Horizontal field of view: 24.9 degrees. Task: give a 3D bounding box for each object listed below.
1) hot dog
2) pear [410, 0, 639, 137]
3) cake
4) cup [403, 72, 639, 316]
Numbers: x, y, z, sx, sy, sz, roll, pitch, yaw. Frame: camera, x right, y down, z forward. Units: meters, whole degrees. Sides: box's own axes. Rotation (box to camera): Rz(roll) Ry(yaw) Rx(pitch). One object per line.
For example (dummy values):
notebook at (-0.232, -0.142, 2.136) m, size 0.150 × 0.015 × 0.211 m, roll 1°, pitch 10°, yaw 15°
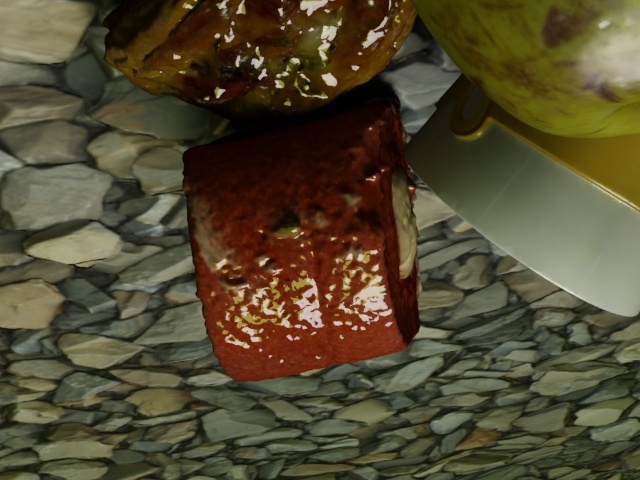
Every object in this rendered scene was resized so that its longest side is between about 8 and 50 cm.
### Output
hot dog at (-0.033, -0.146, 0.880) m, size 0.160 × 0.099 × 0.227 m, roll 9°, pitch 145°, yaw -34°
pear at (0.147, -0.184, 0.668) m, size 0.284 × 0.283 × 0.283 m, roll -8°, pitch 154°, yaw -4°
cake at (0.000, 0.000, 1.014) m, size 0.151 × 0.177 × 0.283 m, roll -13°, pitch -175°, yaw 6°
cup at (0.179, -0.097, 0.941) m, size 0.185 × 0.241 × 0.226 m, roll 29°, pitch 107°, yaw -19°
